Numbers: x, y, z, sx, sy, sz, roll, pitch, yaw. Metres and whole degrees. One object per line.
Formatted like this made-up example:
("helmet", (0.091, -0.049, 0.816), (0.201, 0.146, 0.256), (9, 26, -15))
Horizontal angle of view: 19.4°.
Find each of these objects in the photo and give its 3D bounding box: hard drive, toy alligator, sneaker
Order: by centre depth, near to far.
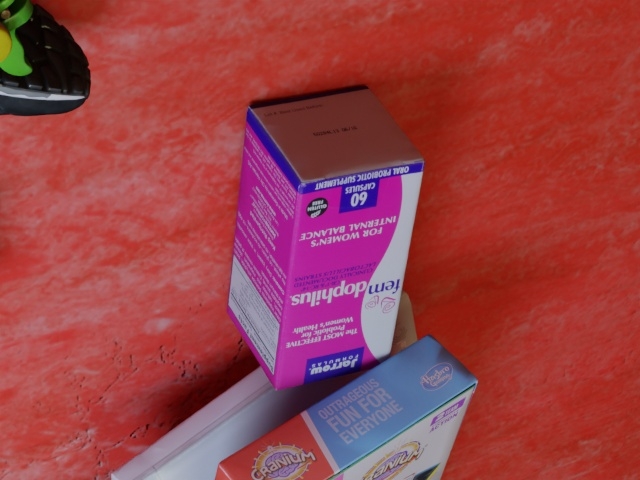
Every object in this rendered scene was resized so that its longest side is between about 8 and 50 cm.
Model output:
("toy alligator", (-0.227, -0.157, 1.096), (0.051, 0.056, 0.189), (-45, 134, 12))
("sneaker", (-0.304, -0.117, 1.293), (0.283, 0.107, 0.124), (8, 137, -30))
("hard drive", (-0.035, 0.190, 1.673), (0.307, 0.040, 0.203), (-34, 138, -22))

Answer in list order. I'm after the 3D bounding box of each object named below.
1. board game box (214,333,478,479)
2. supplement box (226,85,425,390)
("board game box", (0.001, 0.249, 1.637), (0.242, 0.064, 0.316), (-29, 150, -33))
("supplement box", (0.000, 0.000, 1.539), (0.111, 0.114, 0.220), (-12, 133, -23))
